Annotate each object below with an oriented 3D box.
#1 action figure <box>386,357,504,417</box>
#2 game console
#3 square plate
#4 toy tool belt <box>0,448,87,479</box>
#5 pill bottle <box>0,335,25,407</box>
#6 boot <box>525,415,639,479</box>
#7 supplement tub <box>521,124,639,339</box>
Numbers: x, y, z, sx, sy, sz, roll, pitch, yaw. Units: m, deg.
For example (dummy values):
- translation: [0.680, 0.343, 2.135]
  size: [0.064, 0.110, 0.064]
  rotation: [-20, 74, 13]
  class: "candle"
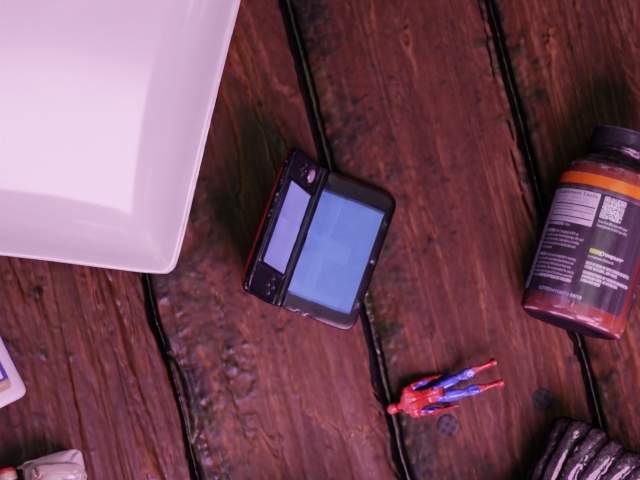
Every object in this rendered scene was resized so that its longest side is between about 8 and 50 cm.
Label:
- translation: [0.120, 0.148, 1.486]
  size: [0.115, 0.030, 0.038]
  rotation: [-17, 84, -4]
  class: "action figure"
- translation: [0.000, 0.000, 1.451]
  size: [0.085, 0.124, 0.144]
  rotation: [17, 83, 19]
  class: "game console"
- translation: [-0.253, -0.152, 1.351]
  size: [0.347, 0.049, 0.344]
  rotation: [7, 105, -31]
  class: "square plate"
- translation: [-0.256, 0.228, 1.413]
  size: [0.083, 0.052, 0.051]
  rotation: [-16, 80, -9]
  class: "toy tool belt"
- translation: [-0.355, 0.080, 1.377]
  size: [0.112, 0.112, 0.186]
  rotation: [-25, 90, -9]
  class: "pill bottle"
- translation: [0.167, 0.270, 1.430]
  size: [0.348, 0.131, 0.260]
  rotation: [31, 89, -16]
  class: "boot"
- translation: [0.272, -0.009, 1.480]
  size: [0.106, 0.106, 0.198]
  rotation: [20, 84, -7]
  class: "supplement tub"
